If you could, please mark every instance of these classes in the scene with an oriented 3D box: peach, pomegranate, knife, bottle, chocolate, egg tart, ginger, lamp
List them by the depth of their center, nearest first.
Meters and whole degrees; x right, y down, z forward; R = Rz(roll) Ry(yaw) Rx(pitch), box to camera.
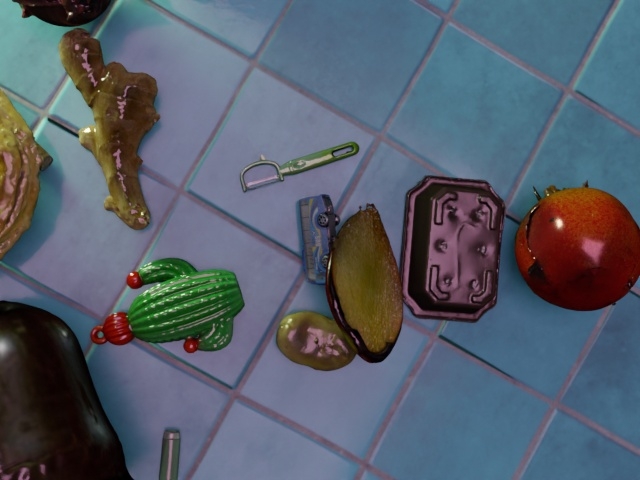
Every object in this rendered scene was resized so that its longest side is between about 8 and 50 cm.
[{"bbox_3d":[-0.463,0.252,1.207,0.384,0.383,0.331,-7,87,-8],"label":"chocolate"},{"bbox_3d":[-0.588,-0.103,1.302,0.352,0.150,0.352,0,88,-2],"label":"egg tart"},{"bbox_3d":[-0.373,-0.407,1.328,0.223,0.151,0.215,35,61,22],"label":"lamp"},{"bbox_3d":[-0.328,-0.181,1.372,0.148,0.081,0.333,-8,94,-7],"label":"ginger"},{"bbox_3d":[0.059,0.066,1.389,0.189,0.068,0.279,39,46,-41],"label":"peach"},{"bbox_3d":[-0.246,0.353,1.390,0.030,0.030,0.083,5,87,-7],"label":"bottle"},{"bbox_3d":[0.426,0.004,1.405,0.210,0.210,0.235,1,53,-7],"label":"pomegranate"},{"bbox_3d":[-0.037,-0.136,1.442,0.212,0.015,0.054,-17,83,-7],"label":"knife"}]

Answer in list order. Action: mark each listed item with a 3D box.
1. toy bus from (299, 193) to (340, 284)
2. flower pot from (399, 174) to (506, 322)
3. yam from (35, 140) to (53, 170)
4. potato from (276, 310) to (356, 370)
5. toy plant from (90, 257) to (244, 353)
[{"bbox_3d":[0.000,0.000,1.420,0.061,0.051,0.153,-5,89,22],"label":"toy bus"},{"bbox_3d":[0.232,0.014,1.436,0.179,0.084,0.250,5,88,-7],"label":"flower pot"},{"bbox_3d":[-0.492,-0.174,1.375,0.032,0.032,0.145,-42,92,-7],"label":"yam"},{"bbox_3d":[-0.006,0.166,1.407,0.138,0.070,0.091,19,85,-5],"label":"potato"},{"bbox_3d":[-0.243,0.103,1.374,0.240,0.088,0.154,5,75,4],"label":"toy plant"}]
